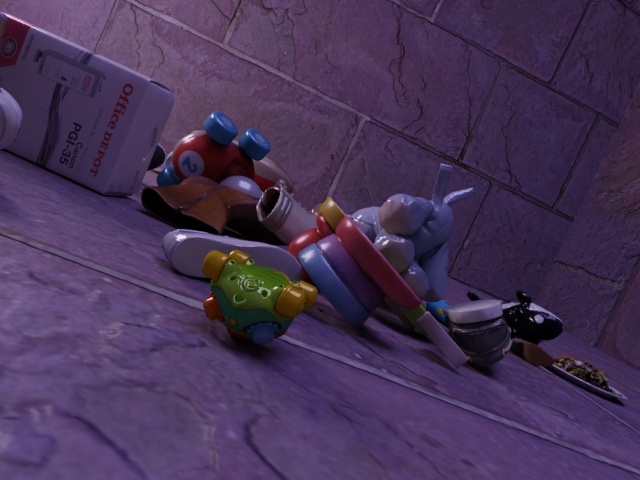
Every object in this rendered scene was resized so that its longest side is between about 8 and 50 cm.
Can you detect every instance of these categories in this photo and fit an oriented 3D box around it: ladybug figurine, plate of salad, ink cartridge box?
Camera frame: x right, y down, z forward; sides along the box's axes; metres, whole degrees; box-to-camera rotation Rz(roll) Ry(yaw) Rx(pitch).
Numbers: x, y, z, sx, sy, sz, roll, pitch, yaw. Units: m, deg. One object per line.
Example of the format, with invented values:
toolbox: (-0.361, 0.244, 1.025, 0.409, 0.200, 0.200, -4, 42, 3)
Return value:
ladybug figurine: (-0.268, -0.204, 1.688, 0.449, 0.162, 0.305, 25, -6, 45)
plate of salad: (0.588, 0.295, 1.220, 0.199, 0.048, 0.200, 25, 4, -2)
ink cartridge box: (-0.425, -0.224, 0.924, 0.282, 0.207, 0.117, 24, 5, 3)

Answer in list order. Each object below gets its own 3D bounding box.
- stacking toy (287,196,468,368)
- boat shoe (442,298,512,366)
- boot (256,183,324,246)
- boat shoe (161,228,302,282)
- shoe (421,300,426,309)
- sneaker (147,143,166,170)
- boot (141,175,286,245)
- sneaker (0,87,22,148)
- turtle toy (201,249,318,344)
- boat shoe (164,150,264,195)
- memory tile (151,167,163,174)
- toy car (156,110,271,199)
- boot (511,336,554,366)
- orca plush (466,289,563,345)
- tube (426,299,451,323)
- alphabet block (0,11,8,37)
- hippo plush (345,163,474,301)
stacking toy: (0.062, 0.088, 0.834, 0.279, 0.130, 0.309, 50, 3, -10)
boat shoe: (0.274, 0.153, 0.950, 0.109, 0.091, 0.305, -13, -7, 14)
boot: (-0.041, -0.048, 1.048, 0.165, 0.077, 0.213, 44, 27, -22)
boat shoe: (-0.107, 0.025, 0.671, 0.184, 0.066, 0.063, 8, 14, -38)
shoe: (0.184, 0.107, 1.217, 0.076, 0.058, 0.219, 23, 4, -14)
sneaker: (-0.420, -0.177, 1.145, 0.146, 0.105, 0.295, 29, 12, 31)
boot: (-0.163, -0.047, 1.010, 0.264, 0.096, 0.280, 32, 8, -3)
sneaker: (-0.481, -0.154, 0.574, 0.292, 0.110, 0.118, 13, 16, -24)
turtle toy: (-0.056, 0.055, 0.495, 0.095, 0.066, 0.130, 25, 4, 11)
boat shoe: (-0.289, -0.155, 1.478, 0.320, 0.118, 0.103, 32, 3, 6)
memory tile: (-0.462, -0.198, 1.704, 0.148, 0.012, 0.113, 24, 5, -8)
toy car: (-0.211, -0.116, 1.219, 0.210, 0.219, 0.238, 19, 35, -50)
boot: (0.468, 0.245, 1.198, 0.118, 0.042, 0.087, 25, 5, 42)
orca plush: (0.482, 0.203, 1.430, 0.102, 0.151, 0.287, -14, 27, -26)
tube: (0.267, 0.153, 1.238, 0.080, 0.052, 0.207, 11, 16, -27)
alphabet block: (-0.595, -0.280, 0.764, 0.193, 0.197, 0.192, 28, 5, 39)
hippo plush: (0.130, -0.017, 1.111, 0.236, 0.294, 0.234, 3, -19, 43)
